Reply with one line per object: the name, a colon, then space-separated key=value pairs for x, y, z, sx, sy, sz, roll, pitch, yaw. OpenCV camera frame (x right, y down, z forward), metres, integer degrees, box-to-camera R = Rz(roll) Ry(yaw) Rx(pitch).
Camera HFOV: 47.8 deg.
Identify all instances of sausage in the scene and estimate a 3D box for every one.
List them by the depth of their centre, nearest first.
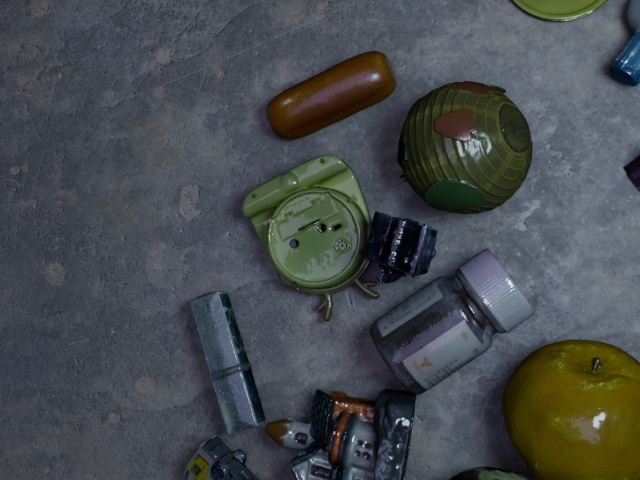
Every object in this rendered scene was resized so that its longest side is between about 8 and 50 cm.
sausage: x=0.019 y=-0.291 z=1.461 sx=0.274 sy=0.105 sz=0.105 roll=-23 pitch=82 yaw=10

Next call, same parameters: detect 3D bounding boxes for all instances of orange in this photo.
orange: x=0.453 y=0.305 z=1.245 sx=0.279 sy=0.279 sz=0.235 roll=5 pitch=116 yaw=14

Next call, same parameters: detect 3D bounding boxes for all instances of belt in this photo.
belt: x=0.149 y=0.020 z=1.353 sx=0.122 sy=0.218 sz=0.128 roll=16 pitch=94 yaw=17

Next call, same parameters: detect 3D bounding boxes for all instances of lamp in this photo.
lamp: x=0.250 y=-0.164 z=1.343 sx=0.284 sy=0.250 sz=0.250 roll=-22 pitch=80 yaw=51

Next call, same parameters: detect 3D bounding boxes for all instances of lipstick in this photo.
lipstick: x=-0.192 y=0.247 z=1.490 sx=0.076 sy=0.077 sz=0.289 roll=-21 pitch=82 yaw=12

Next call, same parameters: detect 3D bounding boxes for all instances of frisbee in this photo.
frisbee: x=0.471 y=-0.541 z=1.411 sx=0.236 sy=0.017 sz=0.236 roll=-1 pitch=86 yaw=14

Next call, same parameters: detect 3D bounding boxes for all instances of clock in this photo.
clock: x=0.000 y=0.000 z=1.451 sx=0.235 sy=0.096 sz=0.308 roll=-26 pitch=82 yaw=10

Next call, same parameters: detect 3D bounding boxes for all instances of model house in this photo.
model house: x=0.024 y=0.404 z=1.374 sx=0.301 sy=0.190 sz=0.271 roll=10 pitch=91 yaw=15

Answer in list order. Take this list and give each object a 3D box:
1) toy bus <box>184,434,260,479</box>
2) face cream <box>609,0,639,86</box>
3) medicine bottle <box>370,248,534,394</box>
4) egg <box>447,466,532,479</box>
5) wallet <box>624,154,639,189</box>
toy bus: x=-0.159 y=0.524 z=1.465 sx=0.268 sy=0.092 sz=0.106 roll=43 pitch=106 yaw=12
face cream: x=0.653 y=-0.435 z=1.315 sx=0.163 sy=0.080 sz=0.336 roll=38 pitch=96 yaw=38
medicine bottle: x=0.244 y=0.152 z=1.350 sx=0.273 sy=0.165 sz=0.165 roll=-35 pitch=80 yaw=9
egg: x=0.317 y=0.583 z=1.247 sx=0.288 sy=0.287 sz=0.379 roll=-13 pitch=97 yaw=12
wallet: x=0.634 y=-0.095 z=1.304 sx=0.030 sy=0.111 sz=0.166 roll=-31 pitch=77 yaw=-27
